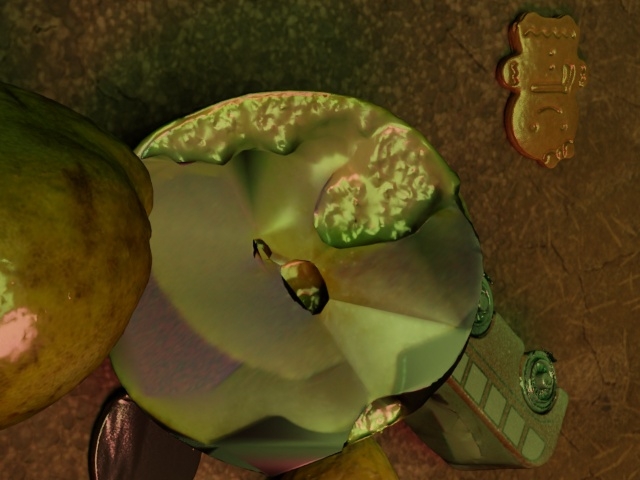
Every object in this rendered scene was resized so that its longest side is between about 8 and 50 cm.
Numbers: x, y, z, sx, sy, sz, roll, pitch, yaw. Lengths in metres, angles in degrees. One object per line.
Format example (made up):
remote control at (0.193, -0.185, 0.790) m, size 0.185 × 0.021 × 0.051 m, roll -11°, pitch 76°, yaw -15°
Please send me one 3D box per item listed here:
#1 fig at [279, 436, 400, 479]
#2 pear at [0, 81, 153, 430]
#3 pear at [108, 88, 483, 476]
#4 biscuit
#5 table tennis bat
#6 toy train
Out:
fig at (0.036, 0.259, 1.981) m, size 0.159 × 0.159 × 0.257 m, roll 31°, pitch 62°, yaw -31°
pear at (-0.346, 0.019, 1.582) m, size 0.413 × 0.352 × 0.352 m, roll -5°, pitch 98°, yaw -23°
pear at (-0.038, 0.040, 1.833) m, size 0.399 × 0.165 × 0.398 m, roll 1°, pitch 82°, yaw -6°
biscuit at (0.266, -0.183, 2.122) m, size 0.133 × 0.027 × 0.184 m, roll 13°, pitch 89°, yaw -34°
table tennis bat at (-0.179, 0.191, 1.892) m, size 0.130 × 0.019 × 0.220 m, roll 9°, pitch 92°, yaw -34°
toy train at (0.163, 0.153, 2.009) m, size 0.326 × 0.129 × 0.159 m, roll 48°, pitch 52°, yaw -34°
